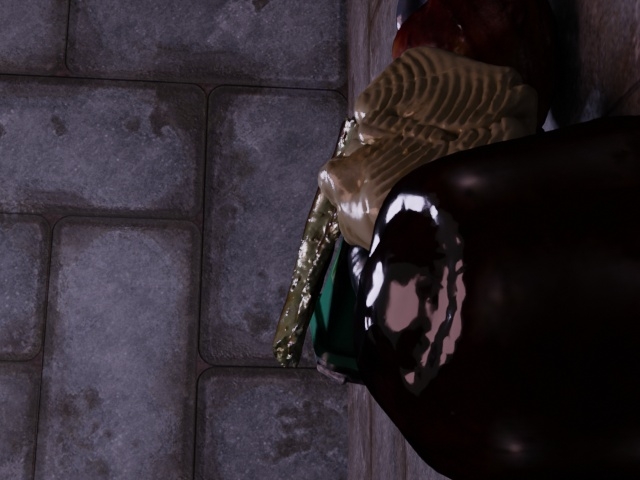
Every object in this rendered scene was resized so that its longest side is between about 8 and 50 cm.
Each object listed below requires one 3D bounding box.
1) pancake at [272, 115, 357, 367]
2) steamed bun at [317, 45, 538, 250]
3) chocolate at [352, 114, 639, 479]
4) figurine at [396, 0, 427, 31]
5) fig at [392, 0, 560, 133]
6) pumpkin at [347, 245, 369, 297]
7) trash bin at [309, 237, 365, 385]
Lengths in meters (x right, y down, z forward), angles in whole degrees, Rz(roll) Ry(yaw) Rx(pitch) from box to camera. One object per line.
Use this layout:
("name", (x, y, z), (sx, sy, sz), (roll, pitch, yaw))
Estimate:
("pancake", (0.001, -0.002, 1.654), (0.305, 0.067, 0.426), (-78, 9, -78))
("steamed bun", (0.141, -0.076, 1.226), (0.289, 0.276, 0.203), (49, 165, 51))
("chocolate", (0.199, 0.051, 0.959), (0.383, 0.331, 0.383), (-178, 90, -86))
("figurine", (0.204, -0.462, 1.804), (0.265, 0.175, 0.197), (-82, -17, -44))
("fig", (0.222, -0.255, 1.406), (0.263, 0.224, 0.224), (-116, 24, -43))
("pumpkin", (0.190, 0.007, 1.458), (0.315, 0.238, 0.315), (-38, 43, 46))
("trash bin", (0.159, 0.055, 1.746), (0.259, 0.295, 0.381), (-101, 25, -67))
